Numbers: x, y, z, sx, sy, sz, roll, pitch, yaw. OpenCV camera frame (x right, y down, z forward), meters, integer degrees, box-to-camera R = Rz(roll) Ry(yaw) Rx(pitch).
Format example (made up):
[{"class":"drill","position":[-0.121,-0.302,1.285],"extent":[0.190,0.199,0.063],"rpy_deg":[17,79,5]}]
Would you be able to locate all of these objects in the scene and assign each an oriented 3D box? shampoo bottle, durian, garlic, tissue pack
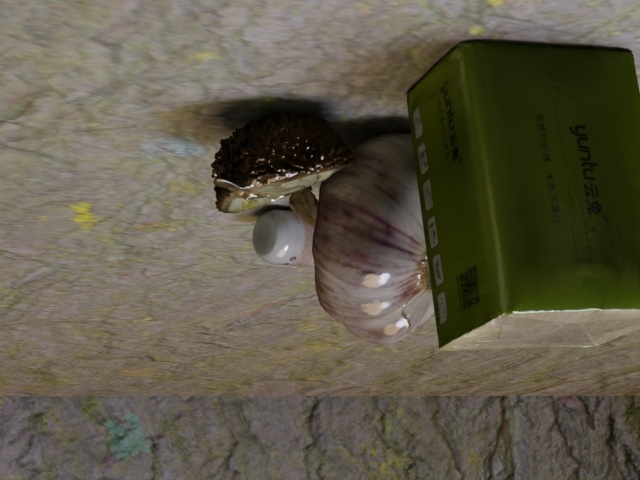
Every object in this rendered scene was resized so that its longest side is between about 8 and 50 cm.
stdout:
[{"class":"shampoo bottle","position":[0.000,0.000,1.750],"extent":[0.192,0.074,0.074],"rpy_deg":[4,162,-40]},{"class":"durian","position":[-0.054,-0.088,1.353],"extent":[0.148,0.091,0.188],"rpy_deg":[-20,-178,39]},{"class":"garlic","position":[0.049,-0.022,1.511],"extent":[0.253,0.245,0.245],"rpy_deg":[24,-175,36]},{"class":"tissue pack","position":[0.215,-0.041,1.288],"extent":[0.200,0.274,0.167],"rpy_deg":[1,163,-21]}]
